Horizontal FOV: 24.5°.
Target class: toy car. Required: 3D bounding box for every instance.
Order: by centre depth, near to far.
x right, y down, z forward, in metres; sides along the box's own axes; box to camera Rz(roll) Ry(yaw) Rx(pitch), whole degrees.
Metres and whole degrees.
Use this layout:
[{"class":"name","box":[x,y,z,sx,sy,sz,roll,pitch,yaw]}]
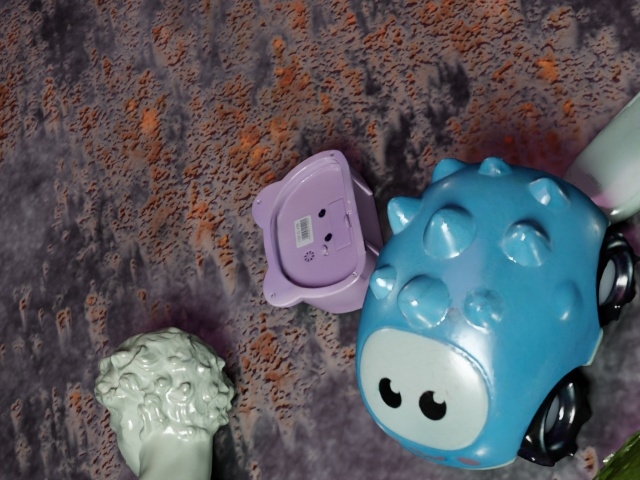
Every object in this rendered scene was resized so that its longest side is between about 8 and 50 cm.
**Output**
[{"class":"toy car","box":[0.122,0.048,1.164,0.188,0.190,0.255,17,77,37]}]

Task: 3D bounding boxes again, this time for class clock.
[{"class":"clock","box":[0.000,0.000,1.360,0.110,0.050,0.153,-24,53,20]}]

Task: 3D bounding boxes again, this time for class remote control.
[{"class":"remote control","box":[0.305,-0.110,1.225,0.256,0.045,0.097,-45,49,7]}]

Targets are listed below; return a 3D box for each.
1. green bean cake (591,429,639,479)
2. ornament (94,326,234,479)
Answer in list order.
[{"class":"green bean cake","box":[0.282,0.159,0.991,0.214,0.200,0.113,-45,92,-1]},{"class":"ornament","box":[-0.130,0.206,1.285,0.130,0.120,0.285,-24,55,18]}]
